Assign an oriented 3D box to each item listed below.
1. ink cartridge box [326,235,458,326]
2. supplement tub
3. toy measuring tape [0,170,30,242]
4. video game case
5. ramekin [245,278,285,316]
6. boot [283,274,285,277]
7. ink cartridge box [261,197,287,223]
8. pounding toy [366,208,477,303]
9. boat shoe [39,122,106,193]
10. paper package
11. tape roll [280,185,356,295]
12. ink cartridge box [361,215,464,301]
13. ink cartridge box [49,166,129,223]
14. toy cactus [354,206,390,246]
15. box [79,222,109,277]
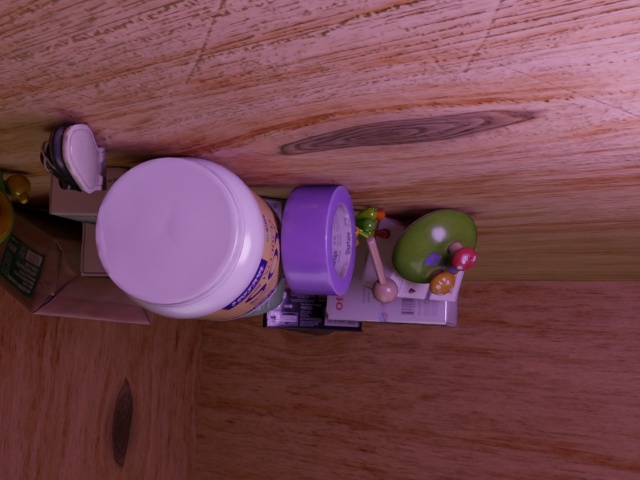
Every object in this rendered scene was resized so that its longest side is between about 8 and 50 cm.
[{"bbox_3d":[0.183,0.094,1.918,0.306,0.226,0.131,1,172,25],"label":"ink cartridge box"},{"bbox_3d":[-0.191,0.004,1.212,0.241,0.241,0.331,2,174,7],"label":"supplement tub"},{"bbox_3d":[-0.627,-0.007,1.286,0.330,0.121,0.121,-35,-170,-24],"label":"toy measuring tape"},{"bbox_3d":[-0.012,0.113,2.051,0.275,0.248,0.035,5,175,-20],"label":"video game case"},{"bbox_3d":[-0.221,0.073,1.828,0.303,0.148,0.303,3,-166,-1],"label":"ramekin"},{"bbox_3d":[-0.143,0.031,1.523,0.207,0.090,0.248,3,178,-13],"label":"boot"},{"bbox_3d":[-0.140,-0.043,1.563,0.109,0.062,0.209,7,173,-30],"label":"ink cartridge box"},{"bbox_3d":[0.219,0.049,1.510,0.237,0.110,0.183,-19,136,-10],"label":"pounding toy"},{"bbox_3d":[-0.334,-0.103,1.023,0.079,0.084,0.233,3,176,-9],"label":"boat shoe"},{"bbox_3d":[-0.553,0.051,1.728,0.309,0.168,0.325,11,-172,-45],"label":"paper package"},{"bbox_3d":[0.000,0.000,1.327,0.080,0.189,0.189,1,173,16],"label":"tape roll"},{"bbox_3d":[0.213,0.043,1.677,0.218,0.158,0.092,7,-168,-39],"label":"ink cartridge box"},{"bbox_3d":[-0.359,-0.070,1.346,0.139,0.082,0.190,1,175,14],"label":"ink cartridge box"},{"bbox_3d":[0.029,-0.028,1.534,0.180,0.112,0.219,10,-173,31],"label":"toy cactus"},{"bbox_3d":[-0.321,-0.009,1.490,0.290,0.169,0.087,-2,175,24],"label":"box"}]
